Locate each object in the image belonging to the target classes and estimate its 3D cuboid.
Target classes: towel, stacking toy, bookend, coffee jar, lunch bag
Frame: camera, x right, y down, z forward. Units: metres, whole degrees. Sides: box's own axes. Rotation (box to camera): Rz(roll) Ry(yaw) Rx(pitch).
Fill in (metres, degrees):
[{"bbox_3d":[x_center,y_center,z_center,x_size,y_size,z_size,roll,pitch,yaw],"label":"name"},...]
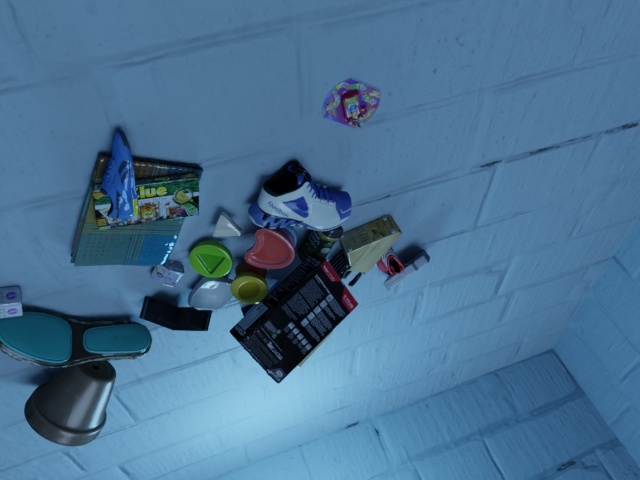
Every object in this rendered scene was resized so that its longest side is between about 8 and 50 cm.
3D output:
[{"bbox_3d":[-0.493,-0.068,1.480,0.271,0.040,0.370,3,133,-35],"label":"towel"},{"bbox_3d":[-0.235,0.023,1.716,0.279,0.130,0.309,29,124,-17],"label":"stacking toy"},{"bbox_3d":[-0.462,0.236,1.776,0.156,0.072,0.157,-5,155,32],"label":"bookend"},{"bbox_3d":[0.000,0.000,1.807,0.079,0.096,0.184,2,135,-37],"label":"coffee jar"},{"bbox_3d":[-0.468,0.100,1.686,0.083,0.053,0.071,21,122,-34],"label":"lunch bag"}]

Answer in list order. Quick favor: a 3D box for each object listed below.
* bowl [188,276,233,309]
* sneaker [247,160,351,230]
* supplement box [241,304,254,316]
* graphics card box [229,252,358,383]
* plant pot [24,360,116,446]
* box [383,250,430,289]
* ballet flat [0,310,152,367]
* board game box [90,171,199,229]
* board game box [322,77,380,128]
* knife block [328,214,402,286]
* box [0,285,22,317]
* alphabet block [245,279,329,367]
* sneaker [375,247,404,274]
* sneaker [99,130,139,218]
[{"bbox_3d":[-0.358,0.165,1.830,0.142,0.053,0.142,16,127,-43],"label":"bowl"},{"bbox_3d":[-0.040,-0.130,1.599,0.315,0.127,0.182,-3,140,-25],"label":"sneaker"},{"bbox_3d":[-0.234,0.274,2.033,0.083,0.056,0.083,-25,143,-3],"label":"supplement box"},{"bbox_3d":[-0.077,0.246,1.761,0.371,0.094,0.233,-44,125,-14],"label":"graphics card box"},{"bbox_3d":[-0.808,0.509,1.850,0.263,0.263,0.229,23,104,-46],"label":"plant pot"},{"bbox_3d":[0.336,0.115,2.138,0.186,0.038,0.145,-38,176,15],"label":"box"},{"bbox_3d":[-0.769,0.319,1.706,0.483,0.164,0.182,12,149,-42],"label":"ballet flat"},{"bbox_3d":[-0.442,-0.101,1.419,0.260,0.030,0.136,-11,137,-21],"label":"board game box"},{"bbox_3d":[0.091,-0.355,1.480,0.169,0.033,0.133,9,131,-39],"label":"board game box"},{"bbox_3d":[0.154,0.054,1.973,0.276,0.088,0.242,-23,144,-5],"label":"knife block"},{"bbox_3d":[-0.974,0.180,1.469,0.324,0.067,0.063,-5,139,-25],"label":"box"},{"bbox_3d":[-0.109,0.288,1.940,0.192,0.193,0.197,-45,129,-11],"label":"alphabet block"},{"bbox_3d":[0.256,0.098,2.052,0.087,0.128,0.221,-29,143,4],"label":"sneaker"},{"bbox_3d":[-0.477,-0.150,1.296,0.082,0.069,0.209,-7,111,-21],"label":"sneaker"}]
